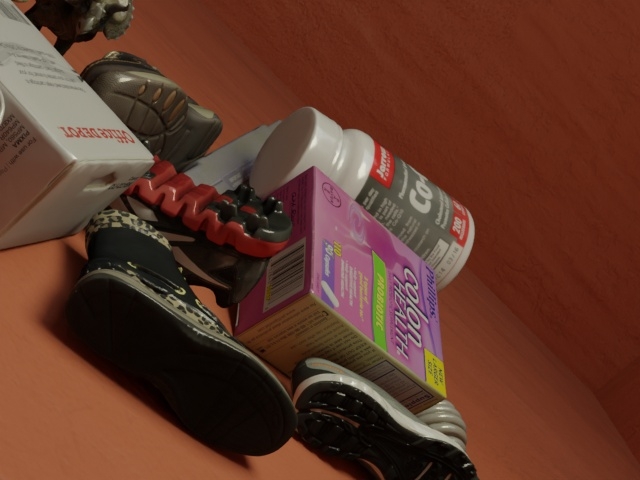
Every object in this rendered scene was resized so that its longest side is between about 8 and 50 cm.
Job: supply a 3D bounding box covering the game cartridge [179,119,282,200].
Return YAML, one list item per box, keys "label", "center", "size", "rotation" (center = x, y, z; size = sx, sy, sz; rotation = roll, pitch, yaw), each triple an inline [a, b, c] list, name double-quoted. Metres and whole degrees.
- label: "game cartridge"
  center: [-0.064, -0.045, 1.408]
  size: [0.230, 0.068, 0.355]
  rotation: [43, 26, 2]

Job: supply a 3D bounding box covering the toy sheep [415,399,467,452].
- label: "toy sheep"
  center: [0.144, 0.244, 1.283]
  size: [0.091, 0.091, 0.132]
  rotation: [38, 33, -38]

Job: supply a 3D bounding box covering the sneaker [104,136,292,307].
- label: "sneaker"
  center: [-0.171, -0.020, 1.015]
  size: [0.276, 0.135, 0.097]
  rotation: [25, 22, 8]

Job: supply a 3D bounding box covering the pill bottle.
- label: "pill bottle"
  center: [0.057, -0.048, 1.344]
  size: [0.283, 0.161, 0.161]
  rotation: [33, 16, -27]

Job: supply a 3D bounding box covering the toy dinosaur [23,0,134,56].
- label: "toy dinosaur"
  center: [-0.336, -0.323, 1.279]
  size: [0.121, 0.160, 0.313]
  rotation: [31, 20, -55]

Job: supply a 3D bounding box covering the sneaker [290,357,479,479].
- label: "sneaker"
  center: [0.073, 0.214, 1.098]
  size: [0.271, 0.100, 0.108]
  rotation: [42, 7, -23]

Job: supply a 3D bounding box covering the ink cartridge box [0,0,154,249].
- label: "ink cartridge box"
  center: [-0.298, -0.129, 0.867]
  size: [0.273, 0.114, 0.197]
  rotation: [47, 10, 3]

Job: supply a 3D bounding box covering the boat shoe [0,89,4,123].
- label: "boat shoe"
  center: [-0.266, -0.069, 0.640]
  size: [0.258, 0.084, 0.095]
  rotation: [-100, 179, -66]

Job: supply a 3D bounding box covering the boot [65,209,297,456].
- label: "boot"
  center: [-0.121, 0.075, 0.892]
  size: [0.236, 0.085, 0.178]
  rotation: [41, 10, -24]

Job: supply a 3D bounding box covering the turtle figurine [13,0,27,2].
- label: "turtle figurine"
  center: [-0.369, -0.353, 1.051]
  size: [0.198, 0.274, 0.266]
  rotation: [35, 0, -32]

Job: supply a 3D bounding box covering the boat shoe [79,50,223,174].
- label: "boat shoe"
  center: [-0.235, -0.158, 1.229]
  size: [0.130, 0.132, 0.355]
  rotation: [39, 1, 9]

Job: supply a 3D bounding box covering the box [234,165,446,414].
- label: "box"
  center: [0.028, 0.073, 1.200]
  size: [0.243, 0.117, 0.213]
  rotation: [41, 32, -31]
